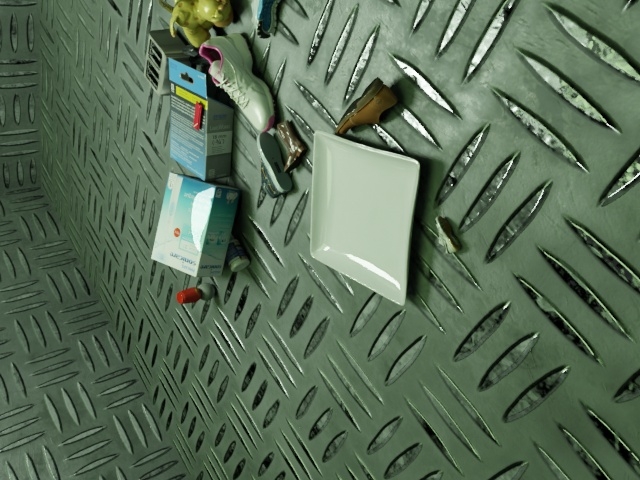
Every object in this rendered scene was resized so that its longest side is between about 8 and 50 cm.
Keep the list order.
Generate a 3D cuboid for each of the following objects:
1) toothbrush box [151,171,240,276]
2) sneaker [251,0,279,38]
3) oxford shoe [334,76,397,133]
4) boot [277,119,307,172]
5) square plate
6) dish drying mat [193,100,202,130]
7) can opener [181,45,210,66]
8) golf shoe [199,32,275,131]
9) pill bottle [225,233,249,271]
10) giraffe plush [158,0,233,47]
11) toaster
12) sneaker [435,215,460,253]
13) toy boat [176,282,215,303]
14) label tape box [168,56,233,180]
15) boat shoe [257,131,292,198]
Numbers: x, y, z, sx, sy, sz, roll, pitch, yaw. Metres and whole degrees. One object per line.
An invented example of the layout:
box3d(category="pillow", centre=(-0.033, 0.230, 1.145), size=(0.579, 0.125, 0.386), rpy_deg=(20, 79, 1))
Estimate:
box3d(category="toothbrush box", centre=(-0.405, -0.051, 1.835), size=(0.216, 0.126, 0.295), rpy_deg=(19, 99, 31))
box3d(category="sneaker", centre=(-0.143, -0.619, 1.438), size=(0.083, 0.071, 0.190), rpy_deg=(57, 141, 30))
box3d(category="oxford shoe", centre=(0.097, -0.279, 1.265), size=(0.076, 0.076, 0.212), rpy_deg=(35, 157, -14))
box3d(category="boot", centre=(-0.092, -0.256, 1.536), size=(0.106, 0.037, 0.114), rpy_deg=(-47, 69, 35))
box3d(category="square plate", centre=(0.101, -0.064, 1.353), size=(0.344, 0.049, 0.347), rpy_deg=(27, 124, 44))
box3d(category="dish drying mat", centre=(-0.368, -0.372, 1.695), size=(0.032, 0.008, 0.083), rpy_deg=(44, 134, 34))
box3d(category="can opener", centre=(-0.347, -0.561, 1.732), size=(0.186, 0.073, 0.059), rpy_deg=(19, 110, 37))
box3d(category="golf shoe", centre=(-0.232, -0.430, 1.567), size=(0.115, 0.140, 0.306), rpy_deg=(-40, 73, 50))
box3d(category="pill bottle", centre=(-0.289, 0.038, 1.879), size=(0.120, 0.067, 0.067), rpy_deg=(59, 141, 18))
box3d(category="giraffe plush", centre=(-0.319, -0.653, 1.592), size=(0.170, 0.210, 0.181), rpy_deg=(0, 101, 23))
box3d(category="toaster", centre=(-0.502, -0.580, 1.878), size=(0.185, 0.110, 0.168), rpy_deg=(52, 139, 26))
box3d(category="sneaker", centre=(0.257, -0.010, 1.186), size=(0.037, 0.032, 0.083), rpy_deg=(-39, 71, 51))
box3d(category="toy boat", centre=(-0.440, 0.079, 2.049), size=(0.267, 0.148, 0.318), rpy_deg=(26, 115, 39))
box3d(category="label tape box", centre=(-0.382, -0.389, 1.800), size=(0.241, 0.106, 0.333), rpy_deg=(34, 127, 40))
box3d(category="boat shoe", centre=(-0.148, -0.209, 1.602), size=(0.083, 0.065, 0.183), rpy_deg=(-26, 83, 52))
